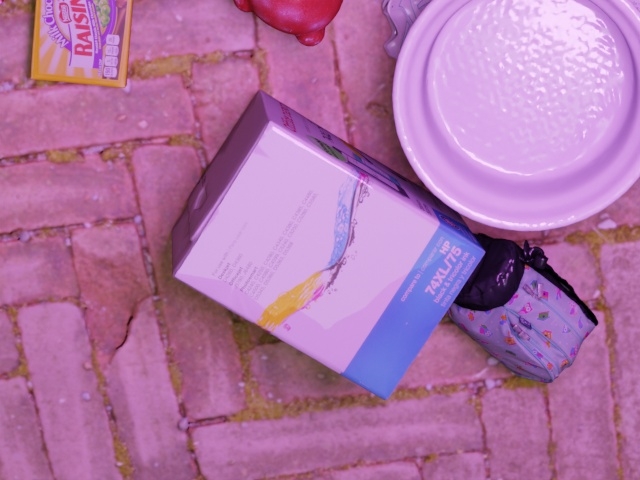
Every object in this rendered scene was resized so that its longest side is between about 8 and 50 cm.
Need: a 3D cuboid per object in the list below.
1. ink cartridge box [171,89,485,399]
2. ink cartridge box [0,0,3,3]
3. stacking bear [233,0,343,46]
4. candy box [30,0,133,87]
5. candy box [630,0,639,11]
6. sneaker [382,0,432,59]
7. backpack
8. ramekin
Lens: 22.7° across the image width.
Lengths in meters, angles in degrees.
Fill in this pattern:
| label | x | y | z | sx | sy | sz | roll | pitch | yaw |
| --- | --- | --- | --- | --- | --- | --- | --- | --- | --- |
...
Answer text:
| label | x | y | z | sx | sy | sz | roll | pitch | yaw |
| --- | --- | --- | --- | --- | --- | --- | --- | --- | --- |
| ink cartridge box | 0.000 | 0.000 | 1.723 | 0.270 | 0.198 | 0.197 | 30 | 101 | -13 |
| ink cartridge box | -0.386 | -0.271 | 1.597 | 0.134 | 0.231 | 0.078 | -10 | 106 | -3 |
| stacking bear | 0.016 | -0.349 | 1.660 | 0.175 | 0.164 | 0.289 | 26 | 106 | -11 |
| candy box | -0.254 | -0.271 | 1.716 | 0.105 | 0.027 | 0.205 | 5 | 104 | -3 |
| candy box | 0.363 | -0.269 | 1.702 | 0.070 | 0.165 | 0.196 | -21 | 110 | -41 |
| sneaker | 0.100 | -0.268 | 1.737 | 0.061 | 0.053 | 0.152 | 2 | 105 | -3 |
| backpack | 0.221 | 0.076 | 1.795 | 0.182 | 0.152 | 0.115 | 41 | 83 | -29 |
| ramekin | 0.218 | -0.159 | 1.664 | 0.277 | 0.135 | 0.277 | 2 | 106 | 7 |
